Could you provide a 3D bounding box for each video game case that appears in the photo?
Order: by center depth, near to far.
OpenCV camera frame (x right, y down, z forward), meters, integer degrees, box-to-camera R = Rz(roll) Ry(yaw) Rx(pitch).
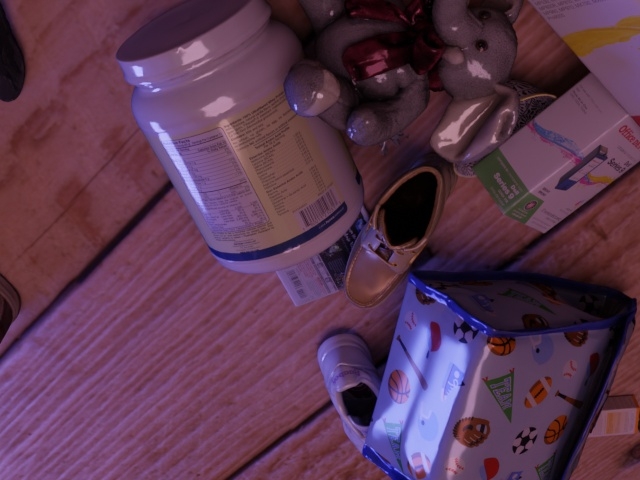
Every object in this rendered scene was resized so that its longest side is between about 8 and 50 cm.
[{"bbox_3d":[0.000,0.000,1.418,0.173,0.022,0.190,-21,119,13],"label":"video game case"}]

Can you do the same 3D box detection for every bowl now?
[{"bbox_3d":[0.236,-0.170,1.262,0.170,0.080,0.170,-26,156,-12],"label":"bowl"}]

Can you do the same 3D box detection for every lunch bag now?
[{"bbox_3d":[0.304,0.226,1.402,0.385,0.239,0.327,2,113,-35],"label":"lunch bag"}]

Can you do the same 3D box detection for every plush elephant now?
[{"bbox_3d":[0.126,-0.237,1.136,0.255,0.271,0.330,-16,147,23],"label":"plush elephant"}]

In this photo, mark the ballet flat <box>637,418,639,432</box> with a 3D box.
[{"bbox_3d":[0.651,0.315,1.592,0.188,0.070,0.070,-18,120,14],"label":"ballet flat"}]

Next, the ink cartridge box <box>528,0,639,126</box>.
[{"bbox_3d":[0.422,-0.321,1.068,0.385,0.160,0.279,40,78,-21],"label":"ink cartridge box"}]

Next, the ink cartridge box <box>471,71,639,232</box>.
[{"bbox_3d":[0.341,-0.118,1.266,0.212,0.093,0.154,-41,150,20],"label":"ink cartridge box"}]

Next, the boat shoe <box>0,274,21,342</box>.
[{"bbox_3d":[-0.610,0.044,1.382,0.123,0.123,0.342,-33,116,18],"label":"boat shoe"}]

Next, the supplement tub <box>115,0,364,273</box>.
[{"bbox_3d":[-0.101,-0.144,1.202,0.235,0.235,0.324,-20,119,12],"label":"supplement tub"}]

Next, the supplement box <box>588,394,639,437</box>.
[{"bbox_3d":[0.502,0.308,1.599,0.098,0.036,0.062,-5,122,3],"label":"supplement box"}]

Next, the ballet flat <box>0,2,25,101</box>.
[{"bbox_3d":[-0.442,-0.270,1.245,0.057,0.049,0.173,-20,129,-21],"label":"ballet flat"}]

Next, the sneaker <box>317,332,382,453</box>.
[{"bbox_3d":[0.081,0.304,1.527,0.114,0.152,0.305,-27,119,6],"label":"sneaker"}]

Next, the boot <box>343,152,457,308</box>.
[{"bbox_3d":[0.101,0.000,1.284,0.095,0.203,0.262,35,104,4],"label":"boot"}]
